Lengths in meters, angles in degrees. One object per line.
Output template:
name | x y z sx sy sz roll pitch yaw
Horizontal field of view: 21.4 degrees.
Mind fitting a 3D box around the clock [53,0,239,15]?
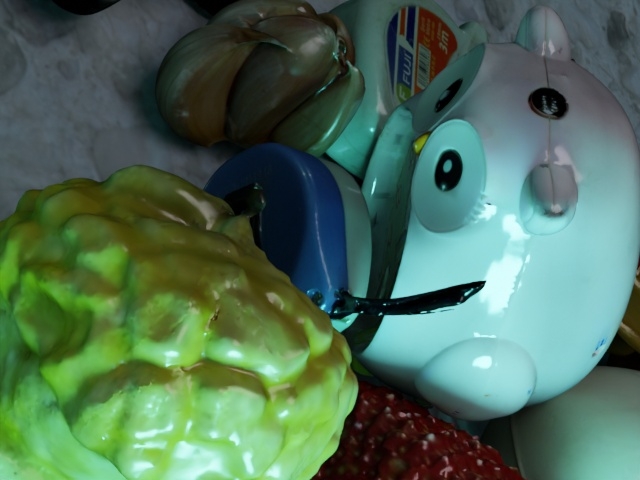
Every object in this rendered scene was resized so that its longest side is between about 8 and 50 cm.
clock | -0.163 -0.363 1.792 0.379 0.120 0.276 -1 75 -51

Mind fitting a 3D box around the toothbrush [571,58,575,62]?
toothbrush | 0.427 -0.094 2.321 0.364 0.041 0.041 55 42 -11

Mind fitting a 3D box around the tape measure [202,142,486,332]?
tape measure | 0.000 0.000 1.595 0.098 0.351 0.215 18 61 -42

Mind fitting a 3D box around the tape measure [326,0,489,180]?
tape measure | 0.089 -0.169 1.943 0.246 0.125 0.243 30 50 -36

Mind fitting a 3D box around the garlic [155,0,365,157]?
garlic | -0.065 -0.179 1.770 0.214 0.191 0.160 21 31 -25

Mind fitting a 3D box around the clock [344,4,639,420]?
clock | 0.186 -0.015 1.682 0.251 0.376 0.368 11 54 -10

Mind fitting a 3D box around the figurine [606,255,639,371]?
figurine | 0.412 0.103 2.040 0.387 0.268 0.401 45 32 -1

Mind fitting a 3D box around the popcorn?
popcorn | -0.162 0.122 1.421 0.349 0.349 0.381 44 83 -22

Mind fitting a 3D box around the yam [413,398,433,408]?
yam | 0.134 0.136 1.914 0.027 0.033 0.129 25 43 3

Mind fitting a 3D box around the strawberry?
strawberry | 0.060 0.280 1.609 0.312 0.267 0.351 -15 59 -30

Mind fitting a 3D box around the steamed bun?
steamed bun | 0.329 0.304 1.818 0.374 0.334 0.334 48 43 -25
